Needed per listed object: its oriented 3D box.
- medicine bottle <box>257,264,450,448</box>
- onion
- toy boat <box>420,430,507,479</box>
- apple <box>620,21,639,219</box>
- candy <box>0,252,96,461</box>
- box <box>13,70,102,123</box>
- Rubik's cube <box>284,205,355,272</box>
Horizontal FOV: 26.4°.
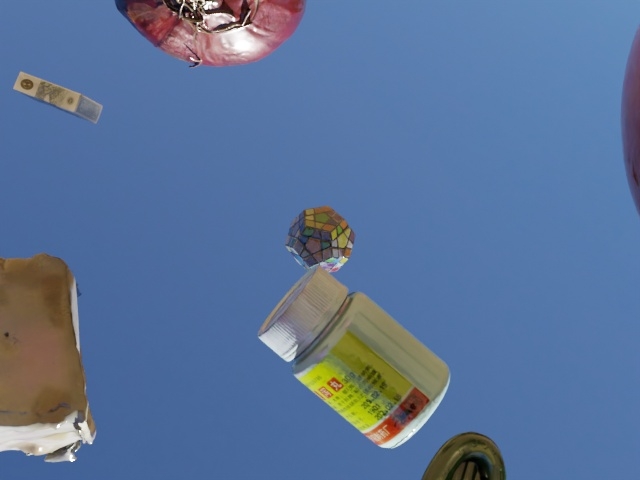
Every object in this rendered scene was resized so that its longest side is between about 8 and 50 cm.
[{"bbox_3d":[0.043,0.147,1.736,0.225,0.139,0.139,41,-153,-6],"label":"medicine bottle"},{"bbox_3d":[-0.120,-0.316,1.413,0.221,0.280,0.281,-5,-153,8],"label":"onion"},{"bbox_3d":[0.131,0.289,1.330,0.104,0.052,0.210,24,-113,-20],"label":"toy boat"},{"bbox_3d":[0.448,-0.094,1.167,0.392,0.346,0.391,12,-138,-11],"label":"apple"},{"bbox_3d":[-0.298,0.119,1.350,0.137,0.185,0.195,-8,-104,-9],"label":"candy"},{"bbox_3d":[-0.287,-0.156,1.495,0.083,0.024,0.054,21,176,20],"label":"box"},{"bbox_3d":[0.000,0.000,2.146,0.093,0.111,0.111,25,-155,-22],"label":"Rubik's cube"}]
